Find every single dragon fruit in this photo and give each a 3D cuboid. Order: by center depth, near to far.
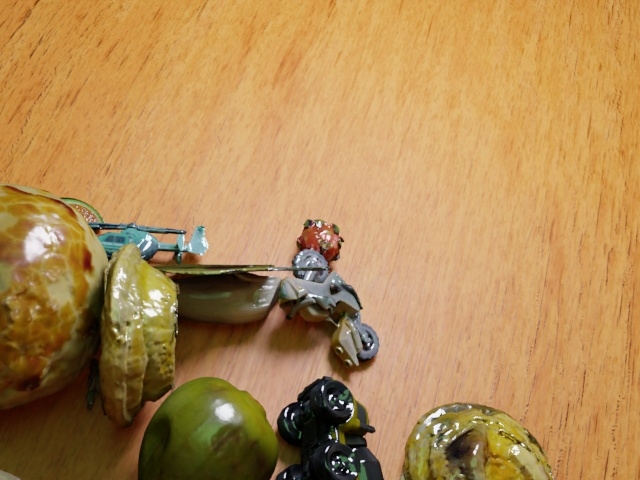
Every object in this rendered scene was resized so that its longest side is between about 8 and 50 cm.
[{"bbox_3d":[-0.002,-0.001,1.753,0.086,0.081,0.116,11,31,-21],"label":"dragon fruit"}]

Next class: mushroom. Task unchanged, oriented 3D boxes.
[{"bbox_3d":[-0.176,0.098,1.636,0.247,0.096,0.108,-3,51,-13],"label":"mushroom"}]

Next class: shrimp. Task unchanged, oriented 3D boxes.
[{"bbox_3d":[-0.365,0.239,1.546,0.038,0.029,0.092,9,60,-16],"label":"shrimp"}]

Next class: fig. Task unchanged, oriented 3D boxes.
[{"bbox_3d":[-0.175,0.325,1.417,0.207,0.207,0.230,36,57,13],"label":"fig"}]

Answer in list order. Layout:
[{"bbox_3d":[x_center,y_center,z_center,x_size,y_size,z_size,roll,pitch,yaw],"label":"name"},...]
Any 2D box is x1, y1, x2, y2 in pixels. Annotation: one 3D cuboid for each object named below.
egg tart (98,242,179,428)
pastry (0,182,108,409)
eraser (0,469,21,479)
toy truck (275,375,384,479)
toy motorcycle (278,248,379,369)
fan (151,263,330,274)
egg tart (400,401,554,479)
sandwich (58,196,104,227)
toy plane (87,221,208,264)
[{"bbox_3d":[-0.280,0.148,1.468,0.115,0.290,0.290,3,56,-7],"label":"egg tart"},{"bbox_3d":[-0.512,0.078,1.450,0.389,0.312,0.388,7,52,-8],"label":"pastry"},{"bbox_3d":[-0.620,0.361,1.377,0.344,0.078,0.144,21,54,3],"label":"eraser"},{"bbox_3d":[0.028,0.341,1.504,0.165,0.147,0.224,21,48,-27],"label":"toy truck"},{"bbox_3d":[0.006,0.129,1.650,0.130,0.094,0.229,-34,89,-42],"label":"toy motorcycle"},{"bbox_3d":[-0.147,0.048,1.596,0.335,0.229,0.011,-1,91,17],"label":"fan"},{"bbox_3d":[0.268,0.395,1.519,0.297,0.132,0.297,7,60,-12],"label":"egg tart"},{"bbox_3d":[-0.461,-0.044,1.714,0.135,0.029,0.067,8,61,-8],"label":"sandwich"},{"bbox_3d":[-0.321,0.011,1.687,0.235,0.060,0.096,4,56,-10],"label":"toy plane"}]
